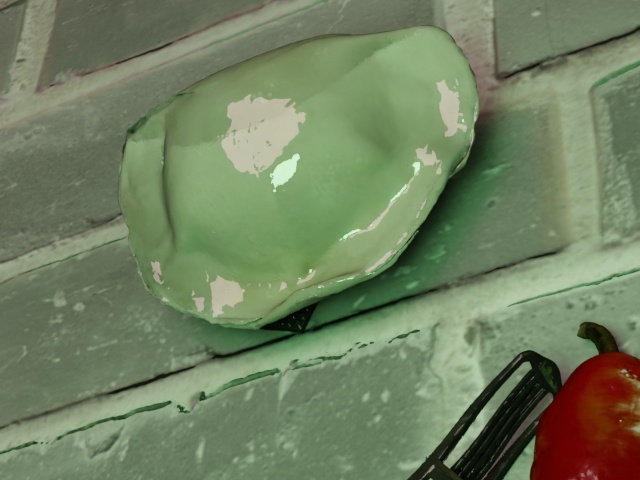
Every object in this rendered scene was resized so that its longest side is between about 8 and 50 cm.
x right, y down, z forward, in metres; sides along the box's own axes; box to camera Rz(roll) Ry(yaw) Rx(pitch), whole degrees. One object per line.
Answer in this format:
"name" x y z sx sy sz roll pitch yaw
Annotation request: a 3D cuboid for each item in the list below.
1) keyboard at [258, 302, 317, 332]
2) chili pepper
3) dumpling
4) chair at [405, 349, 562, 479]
"keyboard" 0.000 0.000 1.759 0.061 0.013 0.204 3 56 39
"chili pepper" 0.222 0.156 1.362 0.134 0.131 0.338 -5 48 22
"dumpling" -0.020 -0.054 1.697 0.341 0.181 0.260 -8 65 -4
"chair" 0.137 0.191 1.430 0.212 0.084 0.101 -44 37 -7
